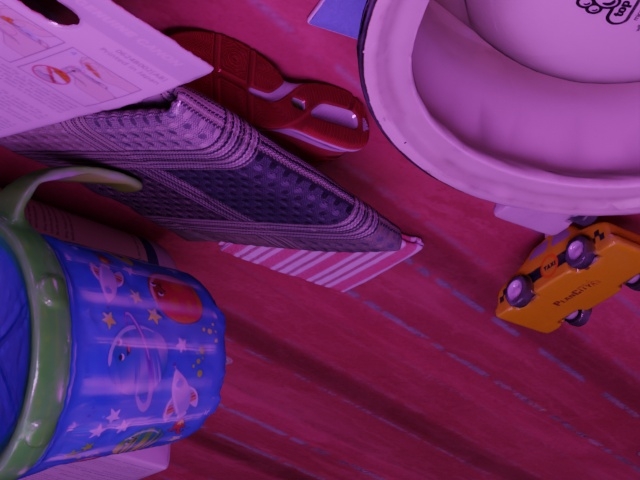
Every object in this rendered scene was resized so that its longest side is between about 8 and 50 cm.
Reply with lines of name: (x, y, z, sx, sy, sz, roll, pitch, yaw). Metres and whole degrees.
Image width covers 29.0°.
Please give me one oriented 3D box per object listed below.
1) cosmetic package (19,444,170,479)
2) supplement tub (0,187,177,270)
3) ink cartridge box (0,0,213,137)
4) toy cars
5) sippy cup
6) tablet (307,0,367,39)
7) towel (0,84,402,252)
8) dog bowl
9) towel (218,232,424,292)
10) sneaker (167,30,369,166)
cosmetic package: (-0.359, 0.230, 1.647, 0.156, 0.217, 0.385, 23, 147, -33)
supplement tub: (-0.338, 0.066, 1.317, 0.325, 0.235, 0.235, 21, 146, -30)
ink cartridge box: (-0.303, -0.191, 0.917, 0.385, 0.091, 0.308, -9, 151, 43)
toy cars: (0.260, -0.031, 1.251, 0.177, 0.087, 0.393, -6, 148, 5)
sippy cup: (-0.217, 0.104, 1.139, 0.224, 0.240, 0.305, 7, 122, -40)
tablet: (0.036, -0.189, 1.052, 0.083, 0.006, 0.054, 14, 149, -21)
towel: (-0.125, -0.069, 1.169, 0.324, 0.056, 0.312, 3, 161, 44)
dog bowl: (0.227, -0.187, 0.861, 0.408, 0.150, 0.408, -1, 148, -1)
towel: (0.000, 0.000, 1.387, 0.197, 0.029, 0.144, 20, 147, -34)
sneaker: (-0.076, -0.106, 1.135, 0.221, 0.087, 0.128, 22, 145, -29)
